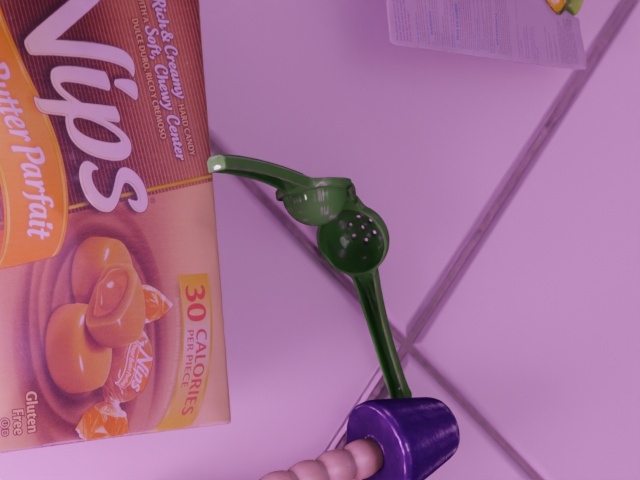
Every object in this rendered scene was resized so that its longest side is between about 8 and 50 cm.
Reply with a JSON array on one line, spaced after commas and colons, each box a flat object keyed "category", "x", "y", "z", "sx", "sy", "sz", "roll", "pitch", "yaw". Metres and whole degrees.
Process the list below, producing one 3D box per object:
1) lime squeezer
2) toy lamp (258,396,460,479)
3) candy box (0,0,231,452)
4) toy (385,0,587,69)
[{"category": "lime squeezer", "x": 0.000, "y": 0.000, "z": 1.055, "sx": 0.310, "sy": 0.059, "sz": 0.110, "roll": 54, "pitch": 50, "yaw": -44}, {"category": "toy lamp", "x": -0.016, "y": 0.174, "z": 1.032, "sx": 0.275, "sy": 0.080, "sz": 0.080, "roll": -15, "pitch": 92, "yaw": -35}, {"category": "candy box", "x": -0.166, "y": -0.029, "z": 0.917, "sx": 0.183, "sy": 0.087, "sz": 0.316, "roll": -3, "pitch": 86, "yaw": -34}, {"category": "toy", "x": 0.123, "y": -0.212, "z": 1.188, "sx": 0.237, "sy": 0.056, "sz": 0.136, "roll": 0, "pitch": 80, "yaw": -39}]
